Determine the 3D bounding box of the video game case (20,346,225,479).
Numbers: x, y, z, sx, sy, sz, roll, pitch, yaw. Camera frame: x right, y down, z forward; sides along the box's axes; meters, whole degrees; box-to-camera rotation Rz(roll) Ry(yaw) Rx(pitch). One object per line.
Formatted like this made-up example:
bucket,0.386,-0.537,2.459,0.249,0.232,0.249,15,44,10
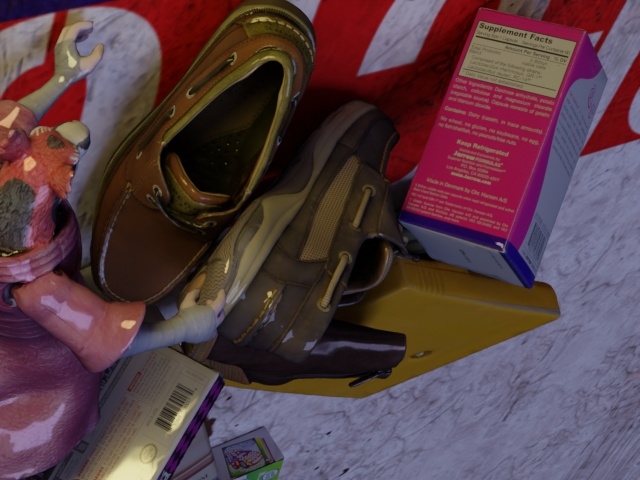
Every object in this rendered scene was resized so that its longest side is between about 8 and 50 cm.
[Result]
video game case,-0.227,0.168,1.459,0.232,0.210,0.042,-60,165,-14

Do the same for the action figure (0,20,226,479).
action figure,-0.237,0.016,1.274,0.275,0.248,0.370,-24,159,-18

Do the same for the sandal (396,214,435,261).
sandal,0.105,-0.010,1.772,0.302,0.086,0.120,-1,158,-38

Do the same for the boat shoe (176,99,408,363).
boat shoe,0.000,0.000,1.489,0.132,0.130,0.355,-49,-178,37

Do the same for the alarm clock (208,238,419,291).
alarm clock,-0.015,0.001,1.615,0.192,0.129,0.064,-10,148,-22

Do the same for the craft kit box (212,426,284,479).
craft kit box,-0.178,0.350,2.084,0.246,0.061,0.250,-17,149,-26

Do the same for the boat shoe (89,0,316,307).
boat shoe,-0.108,-0.056,1.397,0.110,0.104,0.307,24,117,-12

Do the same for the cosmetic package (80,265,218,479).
cosmetic package,-0.204,0.158,1.653,0.153,0.129,0.296,-30,154,-11

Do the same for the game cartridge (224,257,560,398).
game cartridge,0.060,0.096,1.846,0.285,0.053,0.323,-25,158,30

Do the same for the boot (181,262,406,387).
boot,-0.022,0.080,1.593,0.207,0.090,0.248,3,164,-6

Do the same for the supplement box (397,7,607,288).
supplement box,0.171,-0.086,1.585,0.220,0.114,0.111,-67,155,-11
